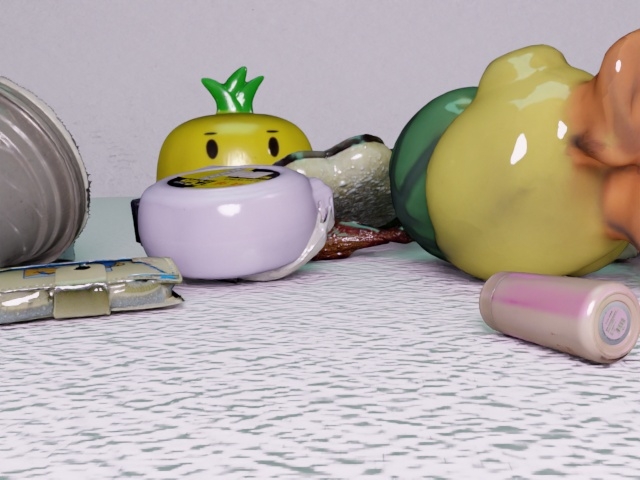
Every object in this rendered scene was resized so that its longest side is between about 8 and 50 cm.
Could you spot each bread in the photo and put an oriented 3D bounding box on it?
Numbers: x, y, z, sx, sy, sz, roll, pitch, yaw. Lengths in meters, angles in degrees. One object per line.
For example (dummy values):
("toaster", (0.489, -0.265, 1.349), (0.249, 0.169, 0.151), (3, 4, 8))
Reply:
("bread", (0.019, -0.057, 0.911), (0.286, 0.056, 0.207), (-11, -23, -29))

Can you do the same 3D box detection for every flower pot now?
("flower pot", (-0.368, -0.047, 0.729), (0.235, 0.236, 0.141), (0, 29, 18))

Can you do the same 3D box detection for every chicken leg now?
("chicken leg", (-0.002, 0.000, 0.831), (0.218, 0.048, 0.089), (-2, 9, 0))

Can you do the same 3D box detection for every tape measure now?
("tape measure", (-0.095, -0.015, 0.718), (0.196, 0.105, 0.178), (10, 20, 39))

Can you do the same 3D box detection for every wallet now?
("wallet", (-0.195, 0.036, 0.581), (0.155, 0.040, 0.110), (-5, 6, -21))

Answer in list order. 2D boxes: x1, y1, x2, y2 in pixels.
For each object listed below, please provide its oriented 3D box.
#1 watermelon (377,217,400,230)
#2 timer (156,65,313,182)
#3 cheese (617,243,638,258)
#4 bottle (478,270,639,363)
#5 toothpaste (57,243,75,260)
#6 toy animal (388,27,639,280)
("watermelon", (0.094, -0.059, 1.082), (0.181, 0.092, 0.075), (-44, 2, 36))
("timer", (-0.134, -0.142, 1.148), (0.284, 0.286, 0.285), (-2, 6, 0))
("cheese", (0.283, -0.008, 0.819), (0.234, 0.050, 0.127), (3, 9, 27))
("bottle", (0.137, 0.042, 0.425), (0.045, 0.045, 0.096), (-5, 4, -26))
("toothpaste", (-0.419, -0.017, 1.006), (0.081, 0.067, 0.336), (-4, 7, -29))
("toy animal", (0.176, -0.056, 0.664), (0.191, 0.216, 0.338), (-32, 13, -17))
